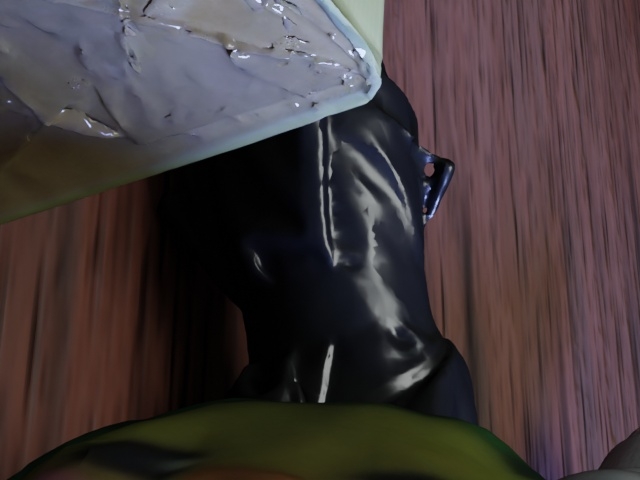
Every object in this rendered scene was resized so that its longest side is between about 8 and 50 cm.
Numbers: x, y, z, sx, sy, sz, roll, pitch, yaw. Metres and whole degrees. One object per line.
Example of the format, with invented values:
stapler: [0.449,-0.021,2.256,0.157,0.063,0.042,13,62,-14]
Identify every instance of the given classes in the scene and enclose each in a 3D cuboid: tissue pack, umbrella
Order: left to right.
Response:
tissue pack: [-0.067,-0.135,0.429,0.125,0.159,0.234,43,40,-45]
umbrella: [0.000,0.000,0.532,0.118,0.118,0.340,18,61,-58]

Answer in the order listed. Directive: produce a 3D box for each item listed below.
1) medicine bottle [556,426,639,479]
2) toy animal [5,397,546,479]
medicine bottle: [0.116,0.158,0.646,0.352,0.110,0.110,-40,111,-57]
toy animal: [-0.035,0.169,0.306,0.338,0.216,0.191,-62,157,-57]
